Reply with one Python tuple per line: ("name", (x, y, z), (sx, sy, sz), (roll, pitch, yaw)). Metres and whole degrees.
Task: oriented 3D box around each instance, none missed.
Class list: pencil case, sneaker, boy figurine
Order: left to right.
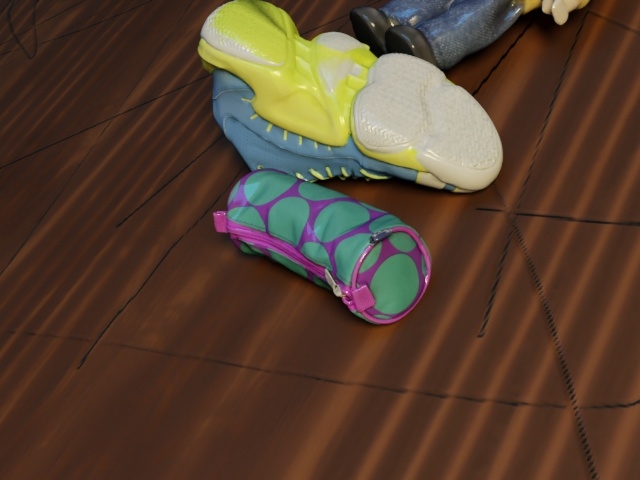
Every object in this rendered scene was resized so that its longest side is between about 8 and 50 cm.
("pencil case", (0.000, 0.000, 0.711), (0.070, 0.065, 0.151), (-25, 32, -31))
("sneaker", (0.017, -0.081, 0.789), (0.240, 0.126, 0.091), (32, 52, 16))
("boy figurine", (0.159, -0.220, 0.850), (0.285, 0.092, 0.177), (-36, 38, -13))
